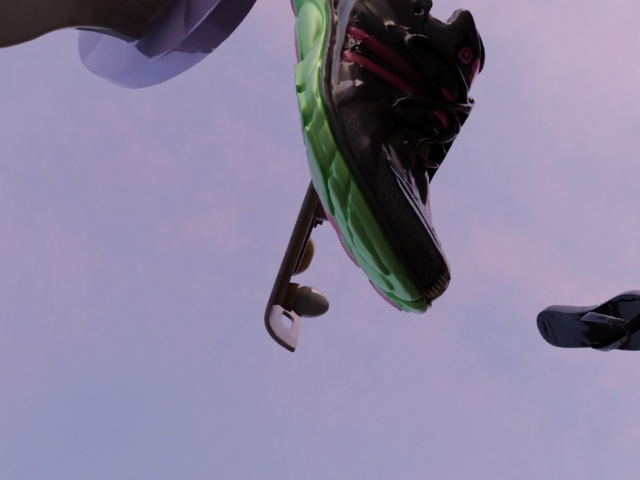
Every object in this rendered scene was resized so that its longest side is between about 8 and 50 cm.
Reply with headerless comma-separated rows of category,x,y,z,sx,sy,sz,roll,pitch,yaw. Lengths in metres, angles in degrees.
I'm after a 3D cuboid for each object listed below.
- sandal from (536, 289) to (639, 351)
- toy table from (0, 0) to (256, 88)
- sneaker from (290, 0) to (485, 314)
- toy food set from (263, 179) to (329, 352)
sandal,0.448,0.142,1.385,0.054,0.254,0.097,-31,-84,-35
toy table,-0.183,-0.242,0.737,0.161,0.274,0.252,29,-117,-39
sneaker,0.082,-0.158,0.925,0.202,0.185,0.483,-10,-115,8
toy food set,0.000,0.000,1.341,0.092,0.220,0.306,20,-79,-2
